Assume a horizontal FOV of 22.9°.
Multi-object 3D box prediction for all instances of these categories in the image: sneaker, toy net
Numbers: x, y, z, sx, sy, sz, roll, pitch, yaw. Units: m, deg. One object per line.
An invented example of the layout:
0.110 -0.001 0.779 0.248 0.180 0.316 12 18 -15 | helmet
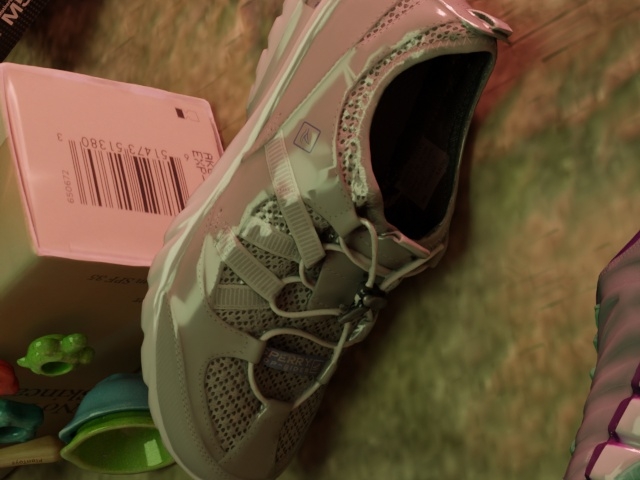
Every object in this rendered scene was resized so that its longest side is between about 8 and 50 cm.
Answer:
0.135 0.064 0.618 0.224 0.083 0.098 -68 21 11 | sneaker
0.000 0.000 0.744 0.115 0.105 0.281 33 109 47 | sneaker
-0.191 0.121 0.906 0.232 0.122 0.045 -25 57 27 | toy net

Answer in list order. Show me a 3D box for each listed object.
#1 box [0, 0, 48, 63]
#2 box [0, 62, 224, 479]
-0.217 -0.212 1.034 0.184 0.045 0.190 -53 44 4 | box
-0.194 0.036 0.939 0.311 0.148 0.121 -40 57 41 | box
